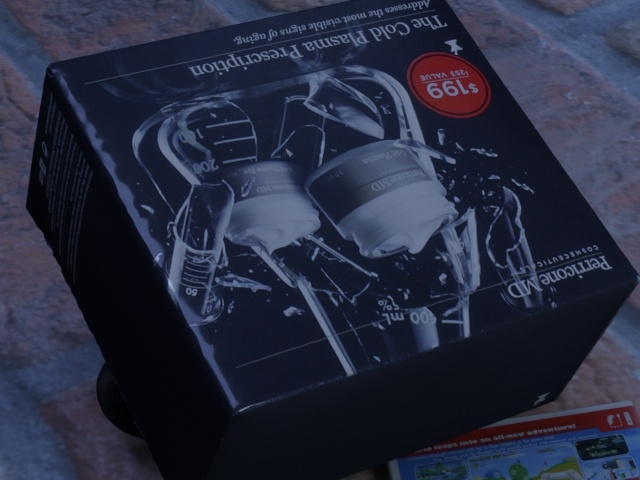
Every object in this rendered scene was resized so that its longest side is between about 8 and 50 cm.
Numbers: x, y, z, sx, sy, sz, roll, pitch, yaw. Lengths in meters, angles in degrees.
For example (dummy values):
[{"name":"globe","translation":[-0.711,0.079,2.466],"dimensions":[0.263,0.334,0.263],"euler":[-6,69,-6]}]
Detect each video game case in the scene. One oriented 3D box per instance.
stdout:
[{"name":"video game case","translation":[0.168,0.234,1.134],"dimensions":[0.204,0.025,0.285],"euler":[-8,38,-3]}]

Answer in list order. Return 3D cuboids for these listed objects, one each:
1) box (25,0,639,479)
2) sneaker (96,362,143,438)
[{"name":"box","translation":[0.000,0.000,1.184],"dimensions":[0.343,0.179,0.312],"euler":[-17,61,-27]},{"name":"sneaker","translation":[-0.073,0.073,1.322],"dimensions":[0.281,0.106,0.162],"euler":[-12,32,-25]}]
